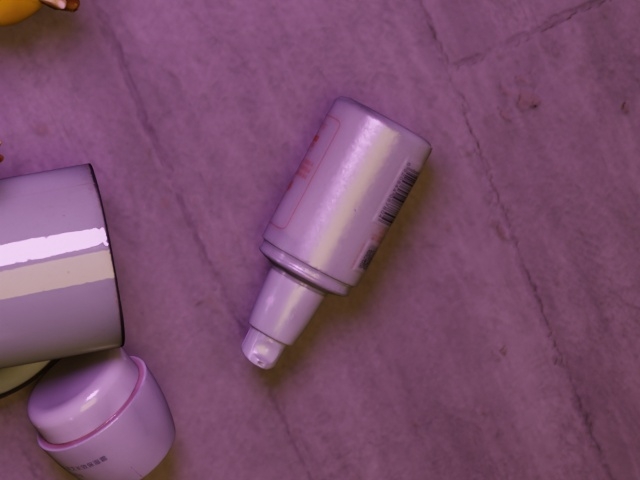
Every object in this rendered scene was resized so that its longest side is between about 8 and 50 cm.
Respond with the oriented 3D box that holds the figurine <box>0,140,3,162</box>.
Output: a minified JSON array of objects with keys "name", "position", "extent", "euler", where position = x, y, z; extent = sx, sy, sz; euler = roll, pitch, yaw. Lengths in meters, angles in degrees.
[{"name":"figurine","position":[-0.380,-0.089,1.377],"extent":[0.263,0.189,0.142],"euler":[13,103,20]}]

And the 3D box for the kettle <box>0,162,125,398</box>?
[{"name":"kettle","position":[-0.296,0.055,1.479],"extent":[0.236,0.161,0.221],"euler":[-11,133,-12]}]

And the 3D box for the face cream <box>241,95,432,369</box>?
[{"name":"face cream","position":[0.000,0.000,1.565],"extent":[0.101,0.101,0.252],"euler":[28,93,-18]}]

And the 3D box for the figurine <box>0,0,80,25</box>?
[{"name":"figurine","position":[-0.316,-0.218,1.412],"extent":[0.234,0.127,0.185],"euler":[26,100,-10]}]

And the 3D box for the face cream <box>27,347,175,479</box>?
[{"name":"face cream","position":[-0.194,0.156,1.536],"extent":[0.117,0.117,0.104],"euler":[-38,117,-5]}]
